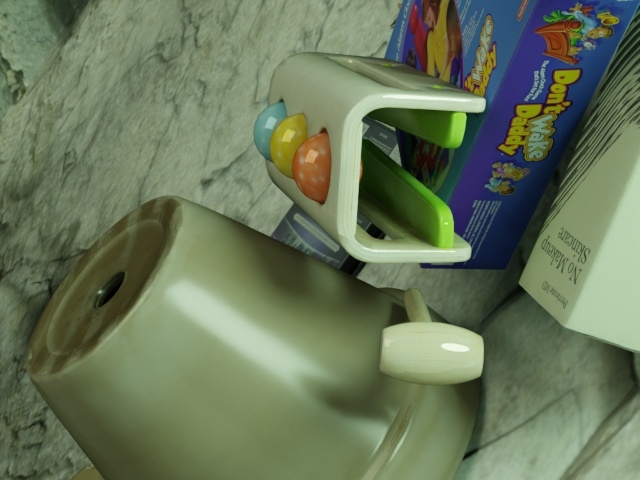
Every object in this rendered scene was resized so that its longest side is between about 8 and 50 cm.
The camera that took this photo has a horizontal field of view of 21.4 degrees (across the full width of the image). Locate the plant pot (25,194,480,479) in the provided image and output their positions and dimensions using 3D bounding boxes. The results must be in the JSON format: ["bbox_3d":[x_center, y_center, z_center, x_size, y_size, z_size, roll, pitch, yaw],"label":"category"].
[{"bbox_3d":[-0.076,0.117,1.397,0.323,0.280,0.323,-38,25,21],"label":"plant pot"}]

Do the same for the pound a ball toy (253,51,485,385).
[{"bbox_3d":[0.029,-0.028,1.330,0.319,0.136,0.208,-133,46,-72],"label":"pound a ball toy"}]

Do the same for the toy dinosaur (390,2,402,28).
[{"bbox_3d":[0.101,-0.286,1.922,0.090,0.047,0.082,-41,44,7],"label":"toy dinosaur"}]

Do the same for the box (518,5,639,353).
[{"bbox_3d":[0.247,-0.063,1.200,0.113,0.094,0.275,-129,60,-70],"label":"box"}]

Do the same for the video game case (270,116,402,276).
[{"bbox_3d":[0.000,0.000,1.757,0.274,0.026,0.196,-55,24,2],"label":"video game case"}]

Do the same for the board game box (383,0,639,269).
[{"bbox_3d":[0.139,-0.169,1.338,0.347,0.078,0.233,109,158,-53],"label":"board game box"}]

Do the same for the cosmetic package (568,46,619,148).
[{"bbox_3d":[0.245,-0.136,1.403,0.117,0.085,0.231,-59,23,-5],"label":"cosmetic package"}]

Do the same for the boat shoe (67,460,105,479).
[{"bbox_3d":[-0.203,0.254,1.521,0.302,0.103,0.113,-89,-2,-48],"label":"boat shoe"}]
